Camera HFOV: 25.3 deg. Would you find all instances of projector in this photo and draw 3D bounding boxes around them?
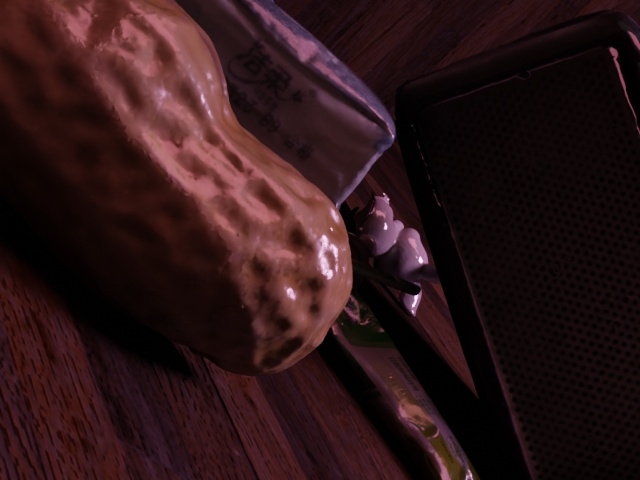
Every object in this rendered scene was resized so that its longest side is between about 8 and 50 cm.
[{"bbox_3d":[0.253,0.039,1.303,0.395,0.242,0.405,17,55,-77],"label":"projector"}]

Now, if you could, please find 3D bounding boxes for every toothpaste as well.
[{"bbox_3d":[0.049,0.110,1.108,0.248,0.047,0.078,54,16,29],"label":"toothpaste"}]

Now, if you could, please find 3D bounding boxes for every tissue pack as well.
[{"bbox_3d":[-0.046,-0.140,1.204,0.228,0.103,0.316,38,7,-4],"label":"tissue pack"}]

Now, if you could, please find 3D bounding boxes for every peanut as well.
[{"bbox_3d":[-0.106,-0.050,0.797,0.313,0.152,0.152,47,9,-10],"label":"peanut"}]

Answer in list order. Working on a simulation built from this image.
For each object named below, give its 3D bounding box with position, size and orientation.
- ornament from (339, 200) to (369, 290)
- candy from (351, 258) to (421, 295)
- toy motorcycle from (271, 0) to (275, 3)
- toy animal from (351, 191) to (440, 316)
[{"bbox_3d":[0.000,0.000,1.260,0.081,0.075,0.156,46,7,-19],"label":"ornament"},{"bbox_3d":[-0.002,0.006,1.081,0.287,0.084,0.078,19,20,-51],"label":"candy"},{"bbox_3d":[-0.123,-0.240,1.609,0.212,0.125,0.358,18,27,-54],"label":"toy motorcycle"},{"bbox_3d":[0.082,0.011,1.566,0.124,0.071,0.085,43,9,-19],"label":"toy animal"}]
